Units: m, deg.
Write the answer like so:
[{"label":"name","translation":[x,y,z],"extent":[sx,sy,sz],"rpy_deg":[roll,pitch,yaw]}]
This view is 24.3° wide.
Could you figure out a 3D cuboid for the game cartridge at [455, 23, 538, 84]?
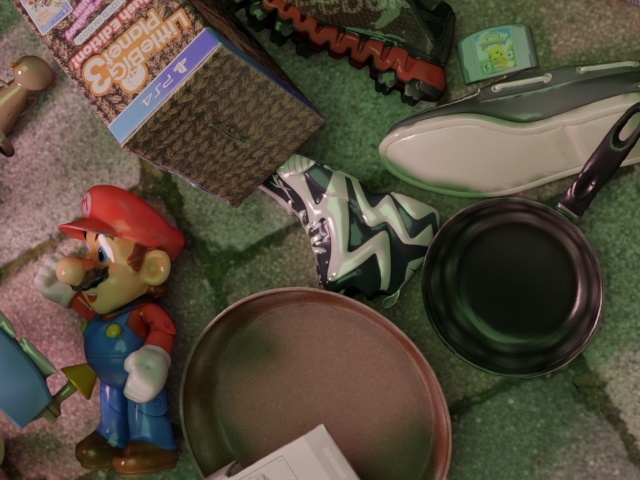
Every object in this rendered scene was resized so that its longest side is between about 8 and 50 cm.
[{"label":"game cartridge","translation":[0.192,-0.206,1.624],"extent":[0.083,0.017,0.056],"rpy_deg":[-13,83,13]}]

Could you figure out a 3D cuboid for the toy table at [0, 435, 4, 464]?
[{"label":"toy table","translation":[-0.453,0.283,1.566],"extent":[0.274,0.252,0.161],"rpy_deg":[-18,70,36]}]

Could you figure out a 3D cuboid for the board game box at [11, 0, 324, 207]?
[{"label":"board game box","translation":[-0.172,-0.206,1.561],"extent":[0.141,0.232,0.291],"rpy_deg":[-44,62,9]}]

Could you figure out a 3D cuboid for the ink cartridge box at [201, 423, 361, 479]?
[{"label":"ink cartridge box","translation":[-0.022,0.372,1.614],"extent":[0.261,0.066,0.296],"rpy_deg":[-31,94,12]}]

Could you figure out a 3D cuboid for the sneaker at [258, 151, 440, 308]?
[{"label":"sneaker","translation":[0.000,0.000,1.626],"extent":[0.235,0.094,0.153],"rpy_deg":[21,86,3]}]

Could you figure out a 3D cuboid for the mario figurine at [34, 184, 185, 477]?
[{"label":"mario figurine","translation":[-0.246,0.099,1.648],"extent":[0.198,0.170,0.321],"rpy_deg":[-3,90,15]}]

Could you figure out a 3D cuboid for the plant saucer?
[{"label":"plant saucer","translation":[-0.003,0.192,1.614],"extent":[0.310,0.050,0.311],"rpy_deg":[5,107,17]}]

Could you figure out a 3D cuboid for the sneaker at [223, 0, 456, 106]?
[{"label":"sneaker","translation":[0.025,-0.255,1.607],"extent":[0.276,0.097,0.135],"rpy_deg":[24,88,-4]}]

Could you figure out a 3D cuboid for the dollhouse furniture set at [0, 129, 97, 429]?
[{"label":"dollhouse furniture set","translation":[-0.346,0.041,1.651],"extent":[0.198,0.286,0.303],"rpy_deg":[-43,96,-9]}]

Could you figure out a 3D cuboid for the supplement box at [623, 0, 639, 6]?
[{"label":"supplement box","translation":[0.298,-0.305,1.568],"extent":[0.233,0.080,0.078],"rpy_deg":[20,92,15]}]

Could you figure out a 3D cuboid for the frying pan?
[{"label":"frying pan","translation":[0.218,-0.012,1.567],"extent":[0.197,0.053,0.326],"rpy_deg":[15,106,15]}]

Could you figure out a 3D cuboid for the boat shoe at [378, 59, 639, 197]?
[{"label":"boat shoe","translation":[0.221,-0.126,1.592],"extent":[0.319,0.116,0.099],"rpy_deg":[-8,44,20]}]

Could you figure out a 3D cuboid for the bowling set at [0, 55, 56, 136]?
[{"label":"bowling set","translation":[-0.467,-0.237,1.697],"extent":[0.154,0.287,0.200],"rpy_deg":[-45,52,18]}]
